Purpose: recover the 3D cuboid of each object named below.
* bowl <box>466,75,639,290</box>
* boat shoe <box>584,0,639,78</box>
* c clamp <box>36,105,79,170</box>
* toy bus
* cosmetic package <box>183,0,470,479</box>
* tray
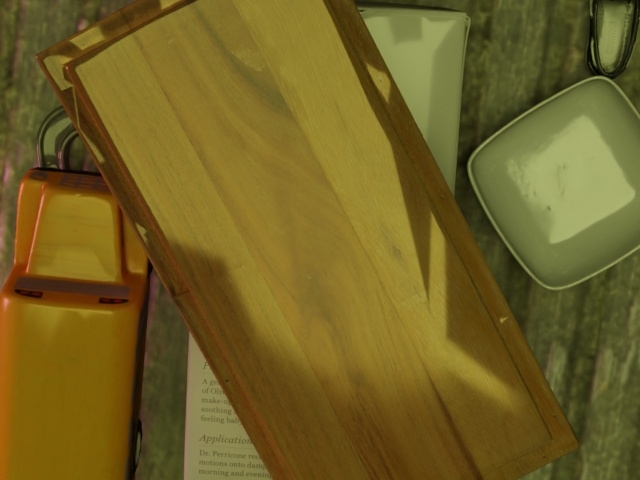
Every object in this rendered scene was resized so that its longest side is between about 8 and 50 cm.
[{"bbox_3d":[0.198,-0.046,1.204,0.142,0.053,0.142,-32,99,5],"label":"bowl"},{"bbox_3d":[0.230,-0.187,1.185,0.046,0.038,0.125,9,100,-2],"label":"boat shoe"},{"bbox_3d":[-0.160,-0.052,1.218,0.137,0.022,0.161,0,100,0],"label":"c clamp"},{"bbox_3d":[-0.195,0.117,1.185,0.108,0.130,0.333,6,108,-1],"label":"toy bus"},{"bbox_3d":[0.000,0.000,1.161,0.197,0.155,0.365,4,100,-2],"label":"cosmetic package"},{"bbox_3d":[-0.004,0.005,1.047,0.203,0.076,0.411,-28,100,3],"label":"tray"}]
